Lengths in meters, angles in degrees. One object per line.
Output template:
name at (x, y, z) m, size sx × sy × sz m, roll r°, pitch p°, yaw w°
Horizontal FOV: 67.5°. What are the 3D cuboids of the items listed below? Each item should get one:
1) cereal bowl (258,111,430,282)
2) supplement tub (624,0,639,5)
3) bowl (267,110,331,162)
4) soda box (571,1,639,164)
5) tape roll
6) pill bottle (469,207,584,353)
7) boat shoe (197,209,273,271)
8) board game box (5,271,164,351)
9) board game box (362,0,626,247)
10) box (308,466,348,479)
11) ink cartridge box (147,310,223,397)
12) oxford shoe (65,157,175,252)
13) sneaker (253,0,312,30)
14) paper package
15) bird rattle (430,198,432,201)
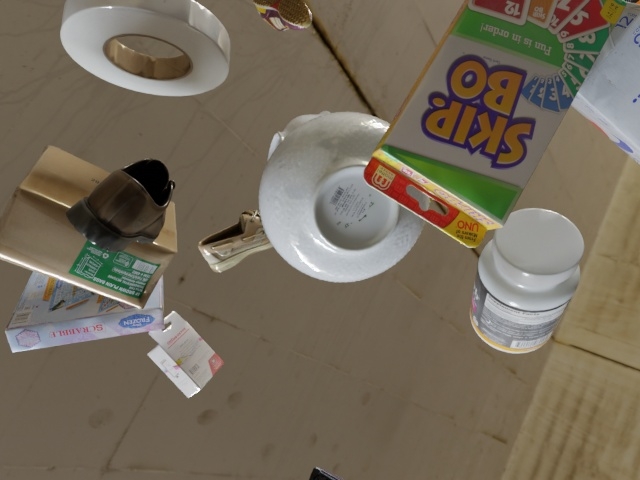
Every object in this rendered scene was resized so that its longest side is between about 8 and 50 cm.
cereal bowl at (0.054, -0.070, 0.907) m, size 0.340 × 0.141 × 0.338 m, roll -2°, pitch -74°, yaw -8°
supplement tub at (0.467, -0.402, 0.694) m, size 0.316 × 0.194 × 0.193 m, roll 19°, pitch -90°, yaw -17°
bowl at (-0.067, -0.219, 1.326) m, size 0.134 × 0.298 × 0.297 m, roll 6°, pitch -78°, yaw -19°
soda box at (0.389, -0.160, 0.571) m, size 0.287 × 0.091 × 0.098 m, roll 23°, pitch -64°, yaw -28°
tape roll at (-0.415, -0.474, 1.171) m, size 0.392 × 0.393 × 0.071 m, roll 15°, pitch -106°, yaw -51°
pill bottle at (0.361, 0.079, 0.856) m, size 0.162 × 0.162 × 0.278 m, roll -50°, pitch -30°, yaw -24°
boat shoe at (-0.200, -0.032, 1.442) m, size 0.341 × 0.121 × 0.110 m, roll -32°, pitch -60°, yaw -7°
board game box at (-0.559, 0.133, 1.196) m, size 0.319 × 0.318 × 0.065 m, roll -7°, pitch -63°, yaw -15°
board game box at (0.151, -0.131, 0.418) m, size 0.259 × 0.124 × 0.039 m, roll -59°, pitch 4°, yaw -4°
box at (0.085, 0.427, 0.680) m, size 0.207 × 0.153 × 0.108 m, roll 33°, pitch -112°, yaw -21°
ink cartridge box at (-0.366, 0.297, 1.263) m, size 0.198 × 0.067 × 0.115 m, roll 49°, pitch -148°, yaw -4°
oxford shoe at (-0.208, -0.049, 0.571) m, size 0.096 × 0.227 × 0.083 m, roll -45°, pitch -75°, yaw 0°
sneaker at (-0.082, -0.549, 1.175) m, size 0.069 × 0.185 × 0.084 m, roll -48°, pitch -27°, yaw -4°
paper package at (-0.508, -0.035, 1.074) m, size 0.325 × 0.309 × 0.168 m, roll 28°, pitch -74°, yaw -28°
bird rattle at (0.244, -0.174, 1.134) m, size 0.143 × 0.207 × 0.253 m, roll -40°, pitch -16°, yaw -34°
